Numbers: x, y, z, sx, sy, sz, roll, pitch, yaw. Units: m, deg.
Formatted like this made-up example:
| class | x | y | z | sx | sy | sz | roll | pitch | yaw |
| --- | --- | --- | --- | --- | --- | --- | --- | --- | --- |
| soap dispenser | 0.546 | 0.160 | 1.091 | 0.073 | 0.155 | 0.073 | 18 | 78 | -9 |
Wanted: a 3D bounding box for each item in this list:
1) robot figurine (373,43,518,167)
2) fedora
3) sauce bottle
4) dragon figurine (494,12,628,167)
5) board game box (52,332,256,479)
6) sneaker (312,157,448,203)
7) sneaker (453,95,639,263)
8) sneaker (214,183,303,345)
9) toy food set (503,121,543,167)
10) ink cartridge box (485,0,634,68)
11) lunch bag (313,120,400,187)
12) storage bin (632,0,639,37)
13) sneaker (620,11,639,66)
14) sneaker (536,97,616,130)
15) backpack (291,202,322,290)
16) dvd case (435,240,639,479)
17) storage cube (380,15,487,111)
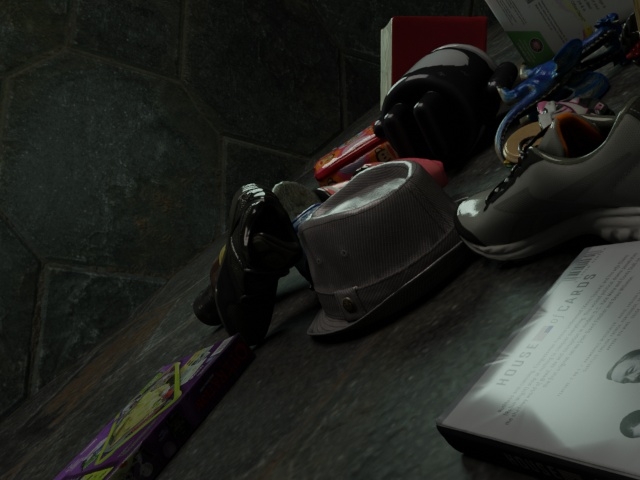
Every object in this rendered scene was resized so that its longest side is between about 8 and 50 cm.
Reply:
| class | x | y | z | sx | sy | sz | roll | pitch | yaw |
| --- | --- | --- | --- | --- | --- | --- | --- | --- | --- |
| robot figurine | 0.208 | -0.233 | 1.139 | 0.278 | 0.209 | 0.174 | -48 | -25 | -46 |
| fedora | 0.057 | -0.006 | 0.782 | 0.243 | 0.124 | 0.275 | -42 | 11 | -27 |
| sauce bottle | -0.119 | 0.037 | 1.130 | 0.344 | 0.111 | 0.111 | -43 | 4 | 41 |
| dragon figurine | 0.332 | -0.219 | 0.915 | 0.289 | 0.085 | 0.144 | -43 | 11 | -37 |
| board game box | -0.243 | 0.262 | 0.838 | 0.208 | 0.056 | 0.347 | -23 | 17 | 41 |
| sneaker | 0.089 | -0.056 | 1.048 | 0.136 | 0.116 | 0.314 | -19 | 1 | -24 |
| sneaker | 0.197 | -0.051 | 0.557 | 0.100 | 0.108 | 0.271 | -43 | 10 | -21 |
| sneaker | -0.085 | 0.046 | 0.889 | 0.087 | 0.228 | 0.130 | 6 | 12 | -20 |
| toy food set | 0.267 | -0.121 | 0.830 | 0.082 | 0.020 | 0.083 | 7 | 50 | 46 |
| ink cartridge box | 0.482 | -0.486 | 1.267 | 0.278 | 0.201 | 0.117 | -25 | 16 | 49 |
| lunch bag | 0.117 | -0.176 | 1.404 | 0.258 | 0.120 | 0.293 | -31 | 10 | 6 |
| storage bin | 0.326 | -0.228 | 0.511 | 0.123 | 0.260 | 0.262 | -15 | 17 | 18 |
| sneaker | 0.474 | -0.303 | 0.756 | 0.125 | 0.104 | 0.262 | -42 | 11 | -36 |
| sneaker | 0.278 | -0.121 | 0.715 | 0.077 | 0.072 | 0.178 | -14 | 27 | 22 |
| backpack | 0.000 | 0.000 | 0.943 | 0.105 | 0.084 | 0.114 | -39 | -24 | -8 |
| dvd case | 0.184 | 0.056 | 0.339 | 0.179 | 0.029 | 0.238 | -41 | 10 | -22 |
| storage cube | 0.232 | -0.363 | 1.408 | 0.193 | 0.215 | 0.184 | 0 | 11 | -2 |
